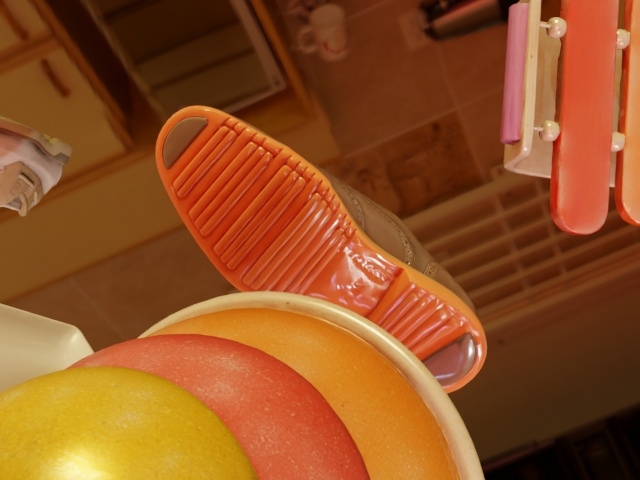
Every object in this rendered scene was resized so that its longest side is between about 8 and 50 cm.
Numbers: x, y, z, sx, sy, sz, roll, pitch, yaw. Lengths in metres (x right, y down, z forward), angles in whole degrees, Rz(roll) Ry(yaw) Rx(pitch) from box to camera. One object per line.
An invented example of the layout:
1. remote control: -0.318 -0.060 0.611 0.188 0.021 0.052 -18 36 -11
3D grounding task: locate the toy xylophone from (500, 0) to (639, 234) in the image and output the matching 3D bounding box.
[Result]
1. toy xylophone: 0.264 -0.124 0.750 0.081 0.322 0.236 169 98 -73

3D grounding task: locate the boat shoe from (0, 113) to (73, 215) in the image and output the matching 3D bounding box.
1. boat shoe: -0.360 -0.087 1.110 0.113 0.103 0.302 23 179 12

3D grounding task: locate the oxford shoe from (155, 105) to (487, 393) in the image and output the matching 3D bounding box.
1. oxford shoe: 0.000 0.000 0.967 0.363 0.130 0.133 41 -160 -14

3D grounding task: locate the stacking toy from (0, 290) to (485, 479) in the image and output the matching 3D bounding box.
1. stacking toy: -0.116 0.185 0.572 0.351 0.350 0.480 68 -164 16

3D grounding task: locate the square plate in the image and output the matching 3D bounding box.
1. square plate: -0.374 0.197 1.277 0.347 0.049 0.344 25 -160 -51
